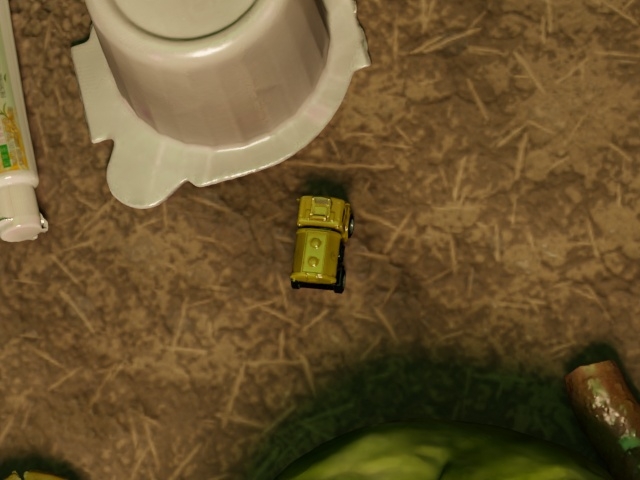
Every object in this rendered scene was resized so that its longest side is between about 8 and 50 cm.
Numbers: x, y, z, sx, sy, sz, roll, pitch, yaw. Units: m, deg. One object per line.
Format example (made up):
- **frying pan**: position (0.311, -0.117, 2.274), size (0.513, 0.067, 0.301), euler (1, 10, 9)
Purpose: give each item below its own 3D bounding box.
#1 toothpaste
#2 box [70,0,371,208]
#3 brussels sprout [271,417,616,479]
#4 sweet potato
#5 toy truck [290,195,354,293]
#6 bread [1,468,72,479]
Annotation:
- **toothpaste**: position (-0.304, -0.149, 1.742), size (0.056, 0.058, 0.314), euler (-34, 63, 44)
- **box**: position (-0.118, -0.186, 1.647), size (0.262, 0.206, 0.291), euler (32, 79, 14)
- **brussels sprout**: position (0.107, 0.319, 1.438), size (0.425, 0.342, 0.361), euler (12, 51, 6)
- **sweet potato**: position (0.271, 0.235, 1.568), size (0.067, 0.059, 0.281), euler (-12, 75, -18)
- **toy truck**: position (0.000, 0.000, 1.663), size (0.049, 0.054, 0.083), euler (5, 76, 9)
- **bread**: position (-0.247, 0.273, 1.621), size (0.117, 0.064, 0.156), euler (16, 77, 12)
